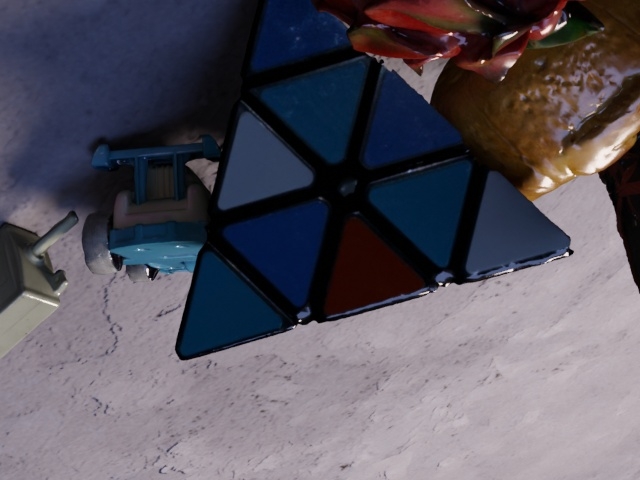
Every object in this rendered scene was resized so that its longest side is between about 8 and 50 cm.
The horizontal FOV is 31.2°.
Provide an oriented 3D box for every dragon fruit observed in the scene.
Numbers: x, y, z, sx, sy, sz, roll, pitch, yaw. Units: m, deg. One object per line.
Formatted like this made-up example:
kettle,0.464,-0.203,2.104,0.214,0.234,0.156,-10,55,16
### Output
dragon fruit,0.066,-0.228,0.630,0.234,0.233,0.293,-24,131,1

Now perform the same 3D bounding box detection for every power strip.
power strip,-0.245,0.035,0.898,0.175,0.075,0.042,-40,142,20

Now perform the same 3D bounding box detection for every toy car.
toy car,-0.108,-0.021,0.909,0.126,0.098,0.161,-4,173,9

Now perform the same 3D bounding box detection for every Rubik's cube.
Rubik's cube,0.000,0.000,0.875,0.250,0.284,0.234,-50,176,-2

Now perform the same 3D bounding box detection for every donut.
donut,0.178,-0.126,0.823,0.226,0.226,0.114,-40,102,22

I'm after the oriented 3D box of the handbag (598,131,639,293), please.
handbag,0.328,-0.056,0.990,0.169,0.215,0.155,-3,149,-21
